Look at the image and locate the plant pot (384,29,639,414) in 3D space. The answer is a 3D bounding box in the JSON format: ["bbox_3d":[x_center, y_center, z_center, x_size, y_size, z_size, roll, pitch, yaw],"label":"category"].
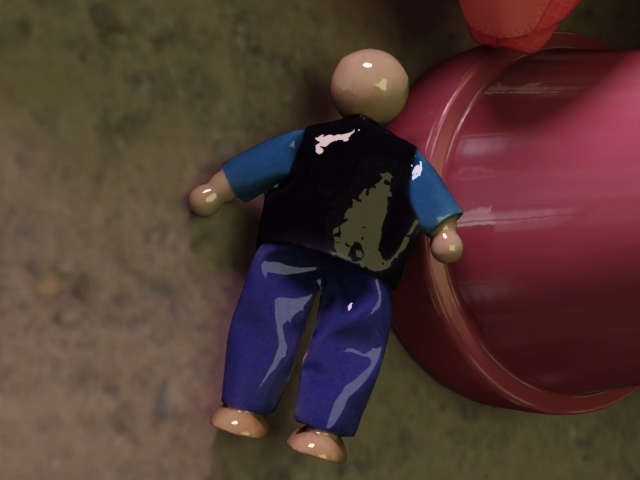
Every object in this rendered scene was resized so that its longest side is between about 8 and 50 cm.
[{"bbox_3d":[0.152,-0.012,0.562,0.201,0.180,0.201,2,86,-32],"label":"plant pot"}]

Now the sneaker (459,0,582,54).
[{"bbox_3d":[0.126,-0.214,0.601,0.136,0.115,0.314,84,29,-43],"label":"sneaker"}]

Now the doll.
[{"bbox_3d":[0.000,0.000,0.529,0.129,0.046,0.189,16,84,7],"label":"doll"}]
